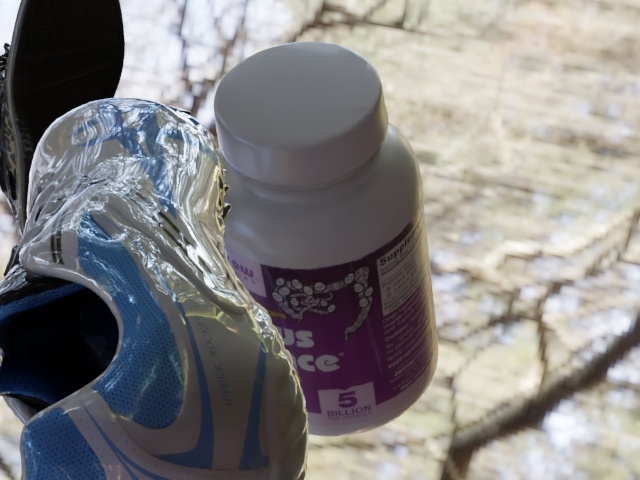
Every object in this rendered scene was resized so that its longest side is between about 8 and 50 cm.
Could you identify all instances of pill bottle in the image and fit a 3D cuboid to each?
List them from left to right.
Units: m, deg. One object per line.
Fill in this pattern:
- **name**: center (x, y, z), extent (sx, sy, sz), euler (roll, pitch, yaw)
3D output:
- **pill bottle**: center (0.000, 0.000, 1.367), extent (0.169, 0.169, 0.301), euler (-56, -30, -38)

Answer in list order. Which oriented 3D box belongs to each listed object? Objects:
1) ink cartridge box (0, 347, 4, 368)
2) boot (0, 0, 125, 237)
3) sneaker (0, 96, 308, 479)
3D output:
- **ink cartridge box**: center (-0.208, 0.008, 0.200), extent (0.395, 0.151, 0.270), euler (21, -101, -32)
- **boot**: center (-0.220, -0.123, 1.300), extent (0.085, 0.178, 0.236), euler (-9, -59, -28)
- **sneaker**: center (-0.070, 0.012, 0.542), extent (0.237, 0.086, 0.085), euler (-123, 45, -61)
